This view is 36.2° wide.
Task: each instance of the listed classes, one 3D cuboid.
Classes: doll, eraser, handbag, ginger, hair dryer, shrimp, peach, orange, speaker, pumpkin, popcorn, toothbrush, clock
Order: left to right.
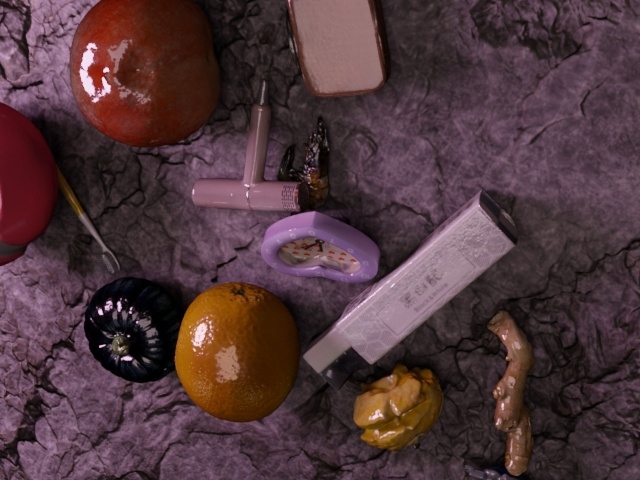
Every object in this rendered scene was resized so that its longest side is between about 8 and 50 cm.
[{"bbox_3d":[-0.575,-0.099,1.624,0.294,0.294,0.294,4,109,12],"label":"speaker"},{"bbox_3d":[-0.437,-0.065,1.736,0.021,0.024,0.288,-26,101,21],"label":"toothbrush"},{"bbox_3d":[-0.327,0.158,1.730,0.194,0.150,0.194,21,120,42],"label":"pumpkin"},{"bbox_3d":[-0.274,-0.267,1.519,0.252,0.252,0.252,4,109,12],"label":"peach"},{"bbox_3d":[-0.139,0.189,1.652,0.236,0.236,0.236,4,109,12],"label":"orange"},{"bbox_3d":[-0.125,-0.154,1.601,0.195,0.053,0.220,2,112,20],"label":"hair dryer"},{"bbox_3d":[-0.026,-0.127,1.616,0.091,0.034,0.161,12,112,9],"label":"shrimp"},{"bbox_3d":[0.000,0.000,1.611,0.198,0.064,0.172,6,148,11],"label":"clock"},{"bbox_3d":[0.026,-0.322,1.518,0.151,0.072,0.193,-6,109,15],"label":"handbag"},{"bbox_3d":[0.131,0.284,1.664,0.152,0.167,0.148,56,143,14],"label":"popcorn"},{"bbox_3d":[0.145,0.088,1.615,0.096,0.098,0.404,45,112,-5],"label":"eraser"},{"bbox_3d":[0.322,0.259,1.649,0.075,0.089,0.288,16,118,56],"label":"ginger"},{"bbox_3d":[0.338,0.440,1.707,0.195,0.070,0.096,27,147,-1],"label":"doll"}]
